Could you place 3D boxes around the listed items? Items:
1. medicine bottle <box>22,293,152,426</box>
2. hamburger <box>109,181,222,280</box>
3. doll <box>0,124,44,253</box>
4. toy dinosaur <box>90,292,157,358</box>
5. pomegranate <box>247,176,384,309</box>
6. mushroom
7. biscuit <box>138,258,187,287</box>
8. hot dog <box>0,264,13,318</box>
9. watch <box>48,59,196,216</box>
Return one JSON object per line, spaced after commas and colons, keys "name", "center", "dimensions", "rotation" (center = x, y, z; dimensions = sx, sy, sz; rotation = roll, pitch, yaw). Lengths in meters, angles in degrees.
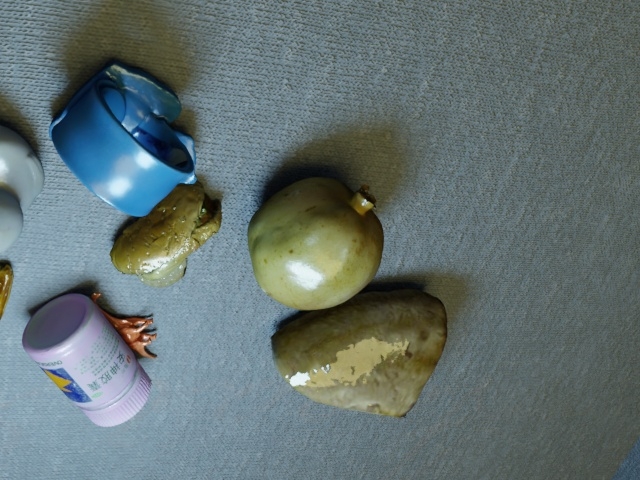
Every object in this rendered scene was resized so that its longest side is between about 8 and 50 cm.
{"name": "medicine bottle", "center": [-0.525, 0.276, 1.883], "dimensions": [0.178, 0.178, 0.290], "rotation": [-25, 129, -1]}
{"name": "hamburger", "center": [-0.332, -0.006, 1.777], "dimensions": [0.262, 0.131, 0.124], "rotation": [-41, 124, 6]}
{"name": "doll", "center": [-0.630, -0.087, 1.555], "dimensions": [0.221, 0.221, 0.250], "rotation": [2, 124, -21]}
{"name": "toy dinosaur", "center": [-0.445, 0.205, 1.939], "dimensions": [0.102, 0.055, 0.279], "rotation": [-14, 130, 4]}
{"name": "pomegranate", "center": [0.000, 0.000, 1.804], "dimensions": [0.320, 0.319, 0.319], "rotation": [-10, 128, -13]}
{"name": "mushroom", "center": [0.092, 0.257, 2.069], "dimensions": [0.398, 0.224, 0.313], "rotation": [13, 122, -27]}
{"name": "biscuit", "center": [-0.362, 0.060, 1.887], "dimensions": [0.120, 0.015, 0.120], "rotation": [-10, 128, -13]}
{"name": "hot dog", "center": [-0.709, 0.119, 1.784], "dimensions": [0.071, 0.045, 0.165], "rotation": [10, 121, -28]}
{"name": "watch", "center": [-0.349, -0.158, 1.564], "dimensions": [0.241, 0.274, 0.305], "rotation": [-44, 122, 14]}
